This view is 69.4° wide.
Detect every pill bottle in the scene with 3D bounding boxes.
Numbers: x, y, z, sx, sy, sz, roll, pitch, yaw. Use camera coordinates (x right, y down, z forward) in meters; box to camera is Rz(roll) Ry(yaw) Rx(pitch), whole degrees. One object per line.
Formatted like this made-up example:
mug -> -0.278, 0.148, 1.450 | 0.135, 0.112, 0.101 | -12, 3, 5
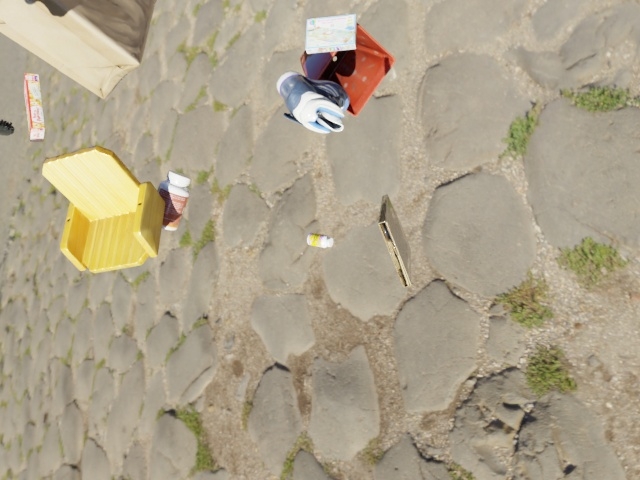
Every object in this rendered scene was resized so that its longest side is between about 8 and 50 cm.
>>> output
pill bottle -> -0.587, -0.159, 1.818 | 0.121, 0.121, 0.216 | 31, 102, 46
pill bottle -> 0.000, 0.000, 1.543 | 0.083, 0.043, 0.044 | 10, 85, 31

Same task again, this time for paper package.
paper package -> -0.599, -0.585, 1.160 | 0.168, 0.309, 0.325 | -28, 49, 29

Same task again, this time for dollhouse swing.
dollhouse swing -> -0.784, -0.097, 1.606 | 0.346, 0.305, 0.316 | -9, 64, 16

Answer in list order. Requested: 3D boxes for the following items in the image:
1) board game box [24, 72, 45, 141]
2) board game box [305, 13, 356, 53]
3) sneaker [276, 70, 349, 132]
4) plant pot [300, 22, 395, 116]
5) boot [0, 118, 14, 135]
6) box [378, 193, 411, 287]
board game box -> -1.011, -0.465, 1.634 | 0.146, 0.045, 0.194 | -16, 82, 56
board game box -> 0.033, -0.633, 1.417 | 0.153, 0.026, 0.104 | 0, 79, 13
sneaker -> 0.023, -0.408, 1.475 | 0.130, 0.322, 0.236 | -50, 59, 28
plant pot -> 0.075, -0.695, 1.799 | 0.267, 0.267, 0.236 | -53, 49, 17
boot -> -1.139, -0.387, 1.600 | 0.121, 0.099, 0.045 | -16, 87, 6
box -> 0.177, -0.006, 1.087 | 0.021, 0.165, 0.201 | -19, 18, 18
